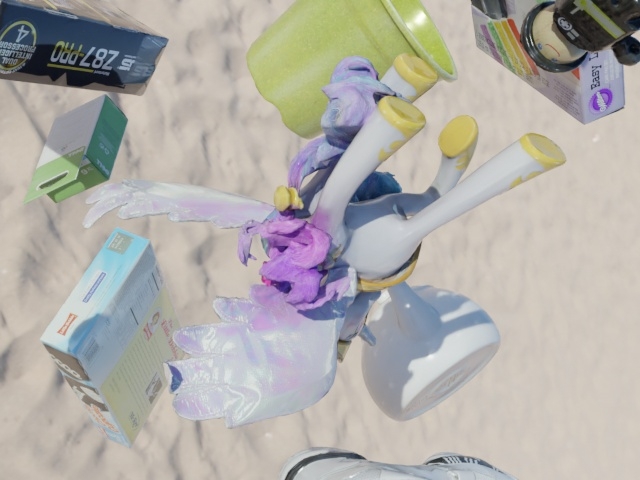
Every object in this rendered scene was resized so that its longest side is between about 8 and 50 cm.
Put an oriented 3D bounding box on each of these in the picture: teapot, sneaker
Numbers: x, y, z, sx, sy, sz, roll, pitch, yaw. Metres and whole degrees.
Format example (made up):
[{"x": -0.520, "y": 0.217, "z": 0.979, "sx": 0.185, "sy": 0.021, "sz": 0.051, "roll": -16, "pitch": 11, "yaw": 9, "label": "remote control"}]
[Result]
[{"x": 0.158, "y": 0.162, "z": 1.576, "sx": 0.252, "sy": 0.256, "sz": 0.187, "roll": -10, "pitch": 55, "yaw": -49, "label": "teapot"}, {"x": 0.137, "y": 0.356, "z": 1.236, "sx": 0.366, "sy": 0.210, "sz": 0.137, "roll": 10, "pitch": 88, "yaw": -16, "label": "sneaker"}]

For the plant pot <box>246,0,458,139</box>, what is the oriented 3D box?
[{"x": 0.033, "y": -0.298, "z": 1.496, "sx": 0.276, "sy": 0.254, "sz": 0.276, "roll": 48, "pitch": 22, "yaw": -27, "label": "plant pot"}]

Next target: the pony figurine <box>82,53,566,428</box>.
[{"x": 0.000, "y": 0.000, "z": 0.903, "sx": 0.351, "sy": 0.363, "sz": 0.303, "roll": 7, "pitch": 43, "yaw": -39, "label": "pony figurine"}]

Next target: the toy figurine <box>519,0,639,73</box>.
[{"x": 0.257, "y": -0.239, "z": 0.743, "sx": 0.209, "sy": 0.148, "sz": 0.213, "roll": -6, "pitch": 83, "yaw": -15, "label": "toy figurine"}]

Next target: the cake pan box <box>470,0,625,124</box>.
[{"x": 0.259, "y": -0.302, "z": 1.152, "sx": 0.267, "sy": 0.070, "sz": 0.246, "roll": 54, "pitch": -15, "yaw": 48, "label": "cake pan box"}]

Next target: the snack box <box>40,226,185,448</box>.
[{"x": -0.278, "y": 0.147, "z": 1.355, "sx": 0.322, "sy": 0.060, "sz": 0.187, "roll": 85, "pitch": 29, "yaw": -56, "label": "snack box"}]

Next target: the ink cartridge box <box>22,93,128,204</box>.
[{"x": -0.377, "y": -0.126, "z": 1.485, "sx": 0.062, "sy": 0.109, "sz": 0.209, "roll": 52, "pitch": 28, "yaw": -37, "label": "ink cartridge box"}]

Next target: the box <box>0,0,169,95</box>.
[{"x": -0.420, "y": -0.311, "z": 1.120, "sx": 0.395, "sy": 0.097, "sz": 0.318, "roll": 33, "pitch": 17, "yaw": 16, "label": "box"}]
